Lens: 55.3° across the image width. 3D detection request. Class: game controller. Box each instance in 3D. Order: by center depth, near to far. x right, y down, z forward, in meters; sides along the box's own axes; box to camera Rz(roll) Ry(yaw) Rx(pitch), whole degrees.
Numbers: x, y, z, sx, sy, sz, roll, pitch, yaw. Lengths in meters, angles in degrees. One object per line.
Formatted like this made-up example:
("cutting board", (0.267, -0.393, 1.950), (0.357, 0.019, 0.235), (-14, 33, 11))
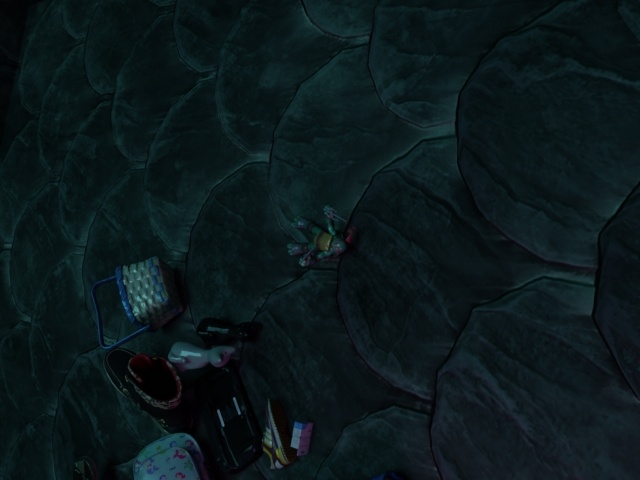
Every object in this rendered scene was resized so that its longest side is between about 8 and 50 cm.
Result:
("game controller", (-0.276, 0.520, 1.812), (0.166, 0.067, 0.319), (-35, 59, 12))

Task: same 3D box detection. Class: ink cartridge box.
("ink cartridge box", (-0.051, 0.525, 1.622), (0.028, 0.048, 0.083), (4, 82, 40))

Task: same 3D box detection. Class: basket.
("basket", (-0.622, 0.207, 2.048), (0.288, 0.201, 0.255), (-21, 62, 0))

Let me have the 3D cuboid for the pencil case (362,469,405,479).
("pencil case", (0.074, 0.634, 1.450), (0.306, 0.119, 0.133), (-30, 42, 31))

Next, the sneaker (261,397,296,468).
("sneaker", (-0.134, 0.531, 1.676), (0.083, 0.069, 0.186), (-32, 60, 24))

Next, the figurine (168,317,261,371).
("figurine", (-0.306, 0.304, 1.796), (0.209, 0.215, 0.092), (-8, 110, 33))

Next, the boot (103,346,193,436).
("boot", (-0.536, 0.419, 1.856), (0.377, 0.138, 0.284), (42, 150, 20))

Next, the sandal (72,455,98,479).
("sandal", (-0.791, 0.882, 2.114), (0.120, 0.086, 0.303), (11, 102, 18))

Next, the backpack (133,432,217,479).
("backpack", (-0.427, 0.698, 1.781), (0.225, 0.191, 0.254), (-21, 52, -8))

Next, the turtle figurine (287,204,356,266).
("turtle figurine", (0.000, 0.000, 1.665), (0.234, 0.118, 0.175), (10, 71, 55))
